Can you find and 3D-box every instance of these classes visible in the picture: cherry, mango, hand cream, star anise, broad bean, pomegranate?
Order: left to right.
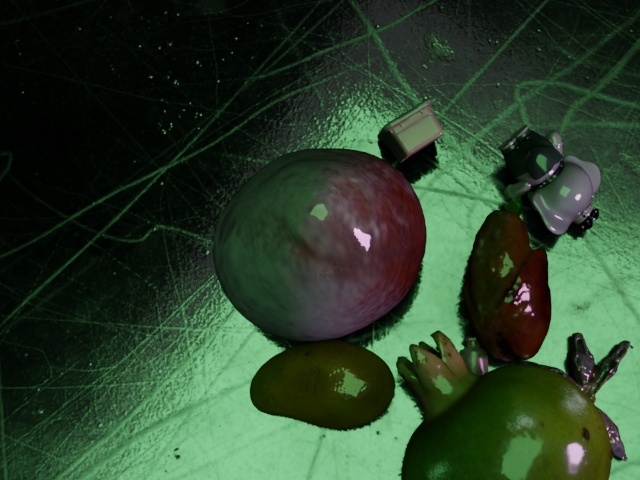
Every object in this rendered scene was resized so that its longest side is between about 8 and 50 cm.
[{"bbox_3d":[-0.013,0.004,1.542,0.326,0.335,0.291,-18,93,24],"label":"cherry"},{"bbox_3d":[0.001,0.220,1.602,0.227,0.099,0.136,-3,85,12],"label":"mango"},{"bbox_3d":[0.233,0.253,1.605,0.067,0.043,0.209,0,82,2],"label":"hand cream"},{"bbox_3d":[0.232,0.293,1.474,0.310,0.216,0.358,-38,85,14],"label":"pomegranate"},{"bbox_3d":[0.288,0.067,1.582,0.122,0.156,0.228,-5,75,36],"label":"broad bean"},{"bbox_3d":[0.384,0.240,1.583,0.172,0.063,0.208,5,79,7],"label":"star anise"}]

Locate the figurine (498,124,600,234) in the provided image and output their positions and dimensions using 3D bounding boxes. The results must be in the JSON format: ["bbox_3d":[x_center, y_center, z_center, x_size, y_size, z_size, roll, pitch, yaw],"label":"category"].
[{"bbox_3d":[0.358,-0.090,1.628,0.192,0.126,0.147,46,75,-5],"label":"figurine"}]

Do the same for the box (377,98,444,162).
[{"bbox_3d":[0.145,-0.171,1.662,0.089,0.122,0.062,-33,89,-4],"label":"box"}]
